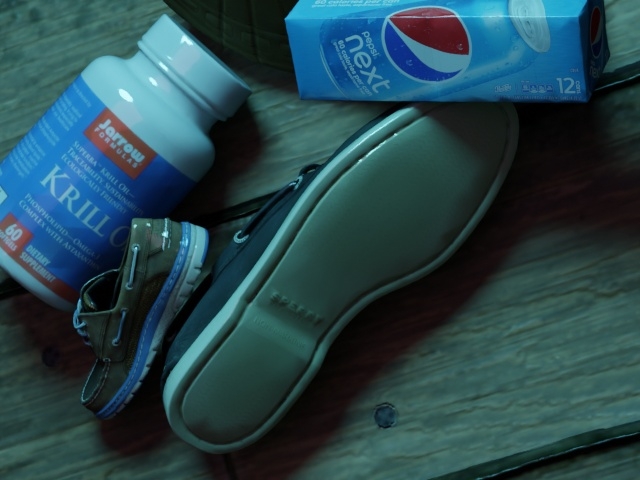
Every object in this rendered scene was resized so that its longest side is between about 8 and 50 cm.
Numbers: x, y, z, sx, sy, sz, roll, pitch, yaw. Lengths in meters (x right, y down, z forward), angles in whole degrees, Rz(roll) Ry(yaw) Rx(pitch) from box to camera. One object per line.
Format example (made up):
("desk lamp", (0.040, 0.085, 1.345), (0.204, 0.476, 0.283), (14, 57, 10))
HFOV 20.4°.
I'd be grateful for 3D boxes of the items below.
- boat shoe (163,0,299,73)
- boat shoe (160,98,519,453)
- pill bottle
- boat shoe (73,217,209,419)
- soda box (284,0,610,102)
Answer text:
("boat shoe", (0.035, -0.202, 1.348), (0.342, 0.123, 0.123), (12, 50, 19))
("boat shoe", (0.003, 0.003, 1.315), (0.340, 0.127, 0.113), (-52, 29, 10))
("pill bottle", (-0.160, -0.063, 1.364), (0.124, 0.124, 0.221), (43, 95, 19))
("boat shoe", (-0.148, 0.053, 1.332), (0.066, 0.066, 0.183), (21, 116, -16))
("soda box", (0.088, -0.140, 1.229), (0.210, 0.071, 0.067), (2, 123, 22))
